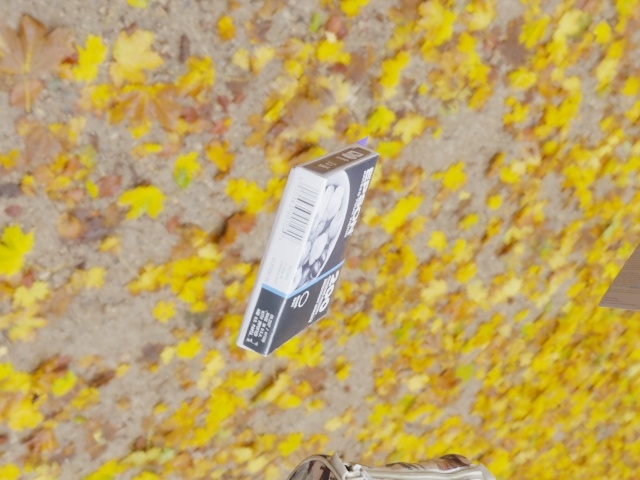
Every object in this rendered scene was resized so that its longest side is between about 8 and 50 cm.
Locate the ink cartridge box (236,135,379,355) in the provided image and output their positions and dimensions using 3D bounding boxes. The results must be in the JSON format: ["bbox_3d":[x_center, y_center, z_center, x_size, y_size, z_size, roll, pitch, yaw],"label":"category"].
[{"bbox_3d":[0.000,0.000,1.002,0.208,0.045,0.206,-33,145,-62],"label":"ink cartridge box"}]

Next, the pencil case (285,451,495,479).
[{"bbox_3d":[0.133,0.463,1.672,0.410,0.160,0.183,11,133,-40],"label":"pencil case"}]

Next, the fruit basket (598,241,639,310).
[{"bbox_3d":[0.784,0.020,1.958,0.165,0.327,0.353,37,77,-18],"label":"fruit basket"}]
